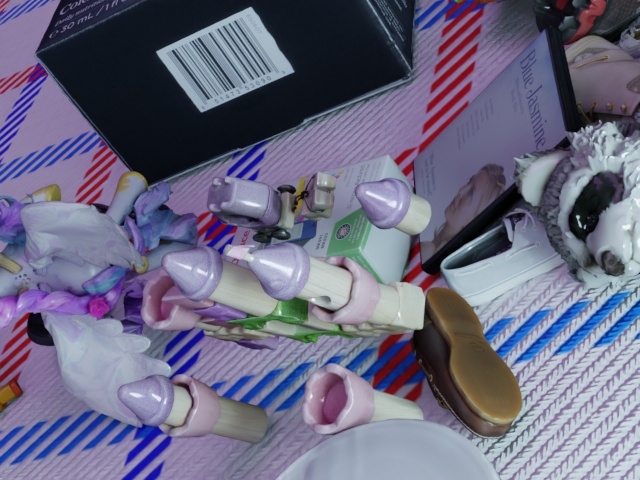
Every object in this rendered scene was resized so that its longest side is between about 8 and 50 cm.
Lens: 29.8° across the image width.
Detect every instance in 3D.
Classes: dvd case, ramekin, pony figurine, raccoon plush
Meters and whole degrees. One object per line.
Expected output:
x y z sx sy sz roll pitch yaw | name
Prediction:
0.188 -0.098 1.335 0.253 0.022 0.180 -45 32 38 | dvd case
0.056 0.295 1.019 0.273 0.127 0.273 -24 37 19 | ramekin
-0.306 0.044 1.501 0.351 0.303 0.363 6 29 24 | pony figurine
0.404 -0.098 1.189 0.446 0.216 0.299 -28 6 -43 | raccoon plush

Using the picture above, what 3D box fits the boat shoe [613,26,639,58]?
0.374 -0.239 1.438 0.100 0.035 0.035 -18 39 26 | boat shoe

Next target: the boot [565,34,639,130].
0.296 -0.137 1.357 0.213 0.077 0.165 -42 37 -7 | boot

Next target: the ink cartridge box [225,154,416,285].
0.000 0.000 1.447 0.212 0.093 0.154 -13 42 35 | ink cartridge box

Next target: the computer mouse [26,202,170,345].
-0.295 0.054 1.693 0.184 0.060 0.262 -3 47 17 | computer mouse

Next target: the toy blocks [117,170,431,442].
-0.071 0.040 1.206 0.288 0.260 0.309 -10 67 43 | toy blocks

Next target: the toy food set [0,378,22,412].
-0.507 0.164 1.704 0.104 0.111 0.232 -30 32 -10 | toy food set

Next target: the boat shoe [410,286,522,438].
0.140 0.132 1.195 0.207 0.073 0.073 -107 35 -57 | boat shoe

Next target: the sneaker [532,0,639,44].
0.367 -0.350 1.422 0.276 0.135 0.098 -65 35 23 | sneaker

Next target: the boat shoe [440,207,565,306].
0.212 -0.001 1.281 0.184 0.063 0.066 -28 35 14 | boat shoe

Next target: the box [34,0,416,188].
-0.117 -0.399 1.850 0.479 0.297 0.472 -21 36 24 | box

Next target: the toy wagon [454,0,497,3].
0.315 -0.418 1.628 0.267 0.068 0.344 -19 18 26 | toy wagon
